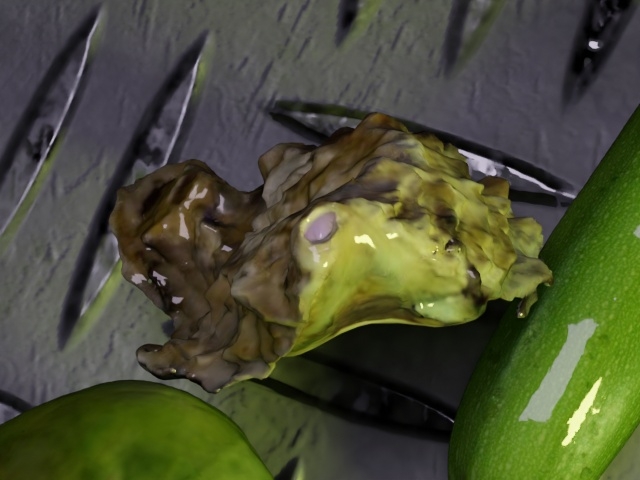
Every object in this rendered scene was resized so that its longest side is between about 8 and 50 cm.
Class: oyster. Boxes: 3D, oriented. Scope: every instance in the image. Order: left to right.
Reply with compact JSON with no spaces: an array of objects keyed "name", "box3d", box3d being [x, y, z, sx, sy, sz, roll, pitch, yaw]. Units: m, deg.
[{"name":"oyster","box3d":[0.000,-0.002,1.085,0.238,0.351,0.115,-16,98,0]}]

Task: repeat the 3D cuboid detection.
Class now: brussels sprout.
[{"name":"brussels sprout","box3d":[-0.103,0.219,1.056,0.219,0.210,0.271,-25,78,-8]}]

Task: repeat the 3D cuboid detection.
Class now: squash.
[{"name":"squash","box3d":[0.166,0.032,1.135,0.101,0.101,0.379,28,78,21]}]
